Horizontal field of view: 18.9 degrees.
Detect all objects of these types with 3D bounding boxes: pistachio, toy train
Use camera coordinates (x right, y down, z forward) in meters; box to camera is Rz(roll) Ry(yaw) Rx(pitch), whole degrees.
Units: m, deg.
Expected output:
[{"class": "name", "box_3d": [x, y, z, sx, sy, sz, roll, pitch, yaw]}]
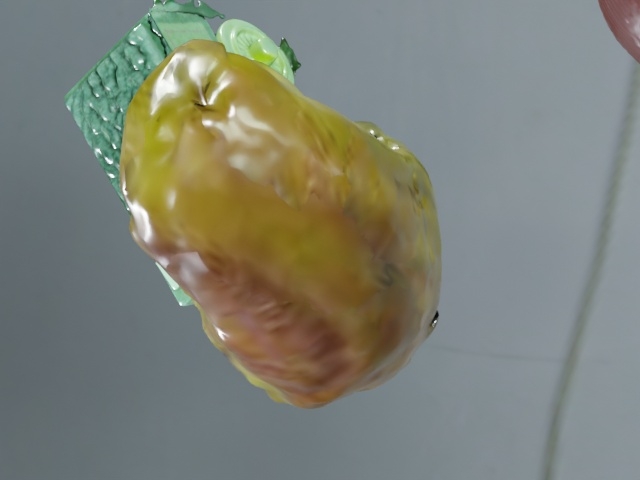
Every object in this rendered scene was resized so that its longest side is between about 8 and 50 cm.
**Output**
[{"class": "pistachio", "box_3d": [0.000, 0.000, 0.616, 0.089, 0.173, 0.049, -47, 51, -11]}, {"class": "toy train", "box_3d": [-0.087, -0.075, 1.645, 0.159, 0.188, 0.272, -40, 74, 32]}]

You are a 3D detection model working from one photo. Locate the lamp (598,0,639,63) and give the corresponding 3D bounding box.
[{"class": "lamp", "box_3d": [0.262, -0.157, 1.102, 0.180, 0.258, 0.180, -4, 82, 32]}]
